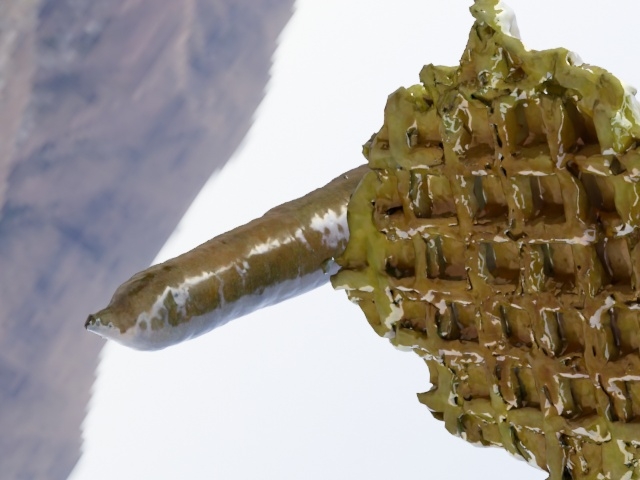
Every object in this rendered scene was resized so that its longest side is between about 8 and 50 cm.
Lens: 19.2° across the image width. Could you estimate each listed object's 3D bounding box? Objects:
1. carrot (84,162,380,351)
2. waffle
[{"bbox_3d":[0.001,-0.001,1.098,0.342,0.070,0.070,-25,170,-38],"label":"carrot"},{"bbox_3d":[0.114,0.015,0.970,0.052,0.254,0.245,-23,149,-41],"label":"waffle"}]
